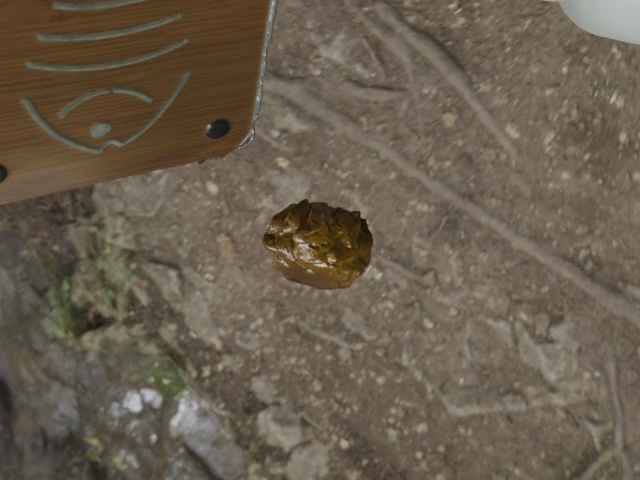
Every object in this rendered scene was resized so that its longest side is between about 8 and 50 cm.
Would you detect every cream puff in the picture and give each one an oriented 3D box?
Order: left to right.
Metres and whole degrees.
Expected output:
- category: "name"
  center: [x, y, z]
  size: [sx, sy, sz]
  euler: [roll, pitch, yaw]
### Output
- category: "cream puff"
  center: [0.000, 0.000, 0.879]
  size: [0.116, 0.094, 0.122]
  euler: [12, 153, 15]

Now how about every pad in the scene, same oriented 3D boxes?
- category: "pad"
  center: [-0.168, -0.148, 0.647]
  size: [0.018, 0.287, 0.284]
  euler: [59, 151, 31]

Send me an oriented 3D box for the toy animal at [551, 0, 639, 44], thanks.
- category: "toy animal"
  center: [0.247, -0.216, 0.587]
  size: [0.368, 0.241, 0.196]
  euler: [15, 134, -17]
